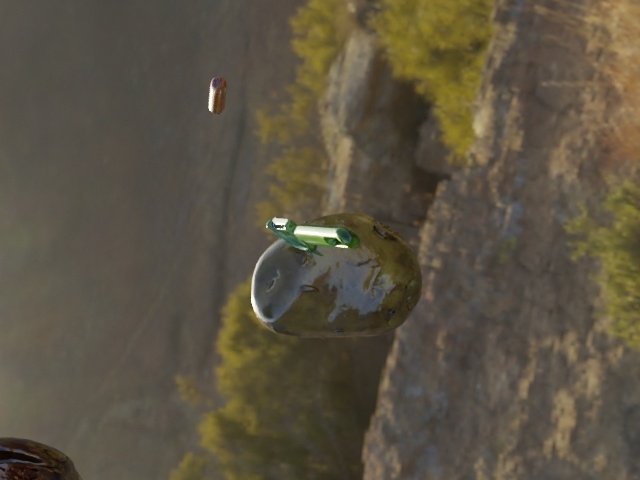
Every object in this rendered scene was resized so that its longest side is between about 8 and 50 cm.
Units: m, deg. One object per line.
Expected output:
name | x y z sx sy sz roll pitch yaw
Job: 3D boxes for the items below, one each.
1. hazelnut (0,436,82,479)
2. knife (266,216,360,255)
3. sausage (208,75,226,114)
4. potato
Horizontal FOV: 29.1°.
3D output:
hazelnut | -0.339 0.316 1.277 0.234 0.217 0.218 83 -172 -67
knife | -0.001 0.001 1.115 0.015 0.054 0.212 -52 14 -10
sausage | -0.183 -0.262 2.191 0.107 0.031 0.031 108 165 -69
potato | 0.016 0.039 1.273 0.137 0.175 0.137 -175 90 -80
